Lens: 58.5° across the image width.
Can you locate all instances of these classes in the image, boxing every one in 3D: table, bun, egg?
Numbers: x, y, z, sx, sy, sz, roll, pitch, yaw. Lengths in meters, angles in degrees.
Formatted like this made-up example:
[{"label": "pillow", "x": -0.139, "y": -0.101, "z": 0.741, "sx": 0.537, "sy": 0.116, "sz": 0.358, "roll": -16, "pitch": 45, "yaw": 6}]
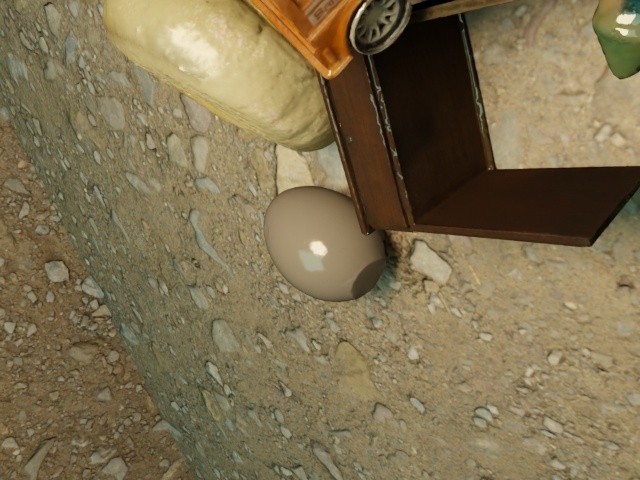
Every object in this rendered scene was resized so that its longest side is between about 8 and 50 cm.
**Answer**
[{"label": "table", "x": 0.177, "y": -0.147, "z": 0.630, "sx": 0.282, "sy": 0.196, "sz": 0.250, "roll": 7, "pitch": 121, "yaw": 46}, {"label": "bun", "x": -0.099, "y": -0.269, "z": 0.773, "sx": 0.365, "sy": 0.365, "sz": 0.219, "roll": 30, "pitch": 95, "yaw": 32}, {"label": "egg", "x": 0.000, "y": 0.000, "z": 0.966, "sx": 0.232, "sy": 0.176, "sz": 0.176, "roll": 41, "pitch": 142, "yaw": 34}]

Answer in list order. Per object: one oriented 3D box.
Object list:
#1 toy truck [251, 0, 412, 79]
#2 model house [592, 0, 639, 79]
[{"label": "toy truck", "x": 0.068, "y": -0.342, "z": 0.445, "sx": 0.387, "sy": 0.207, "sz": 0.173, "roll": -44, "pitch": 63, "yaw": 12}, {"label": "model house", "x": 0.349, "y": -0.216, "z": 0.357, "sx": 0.312, "sy": 0.245, "sz": 0.280, "roll": 22, "pitch": 140, "yaw": 39}]
